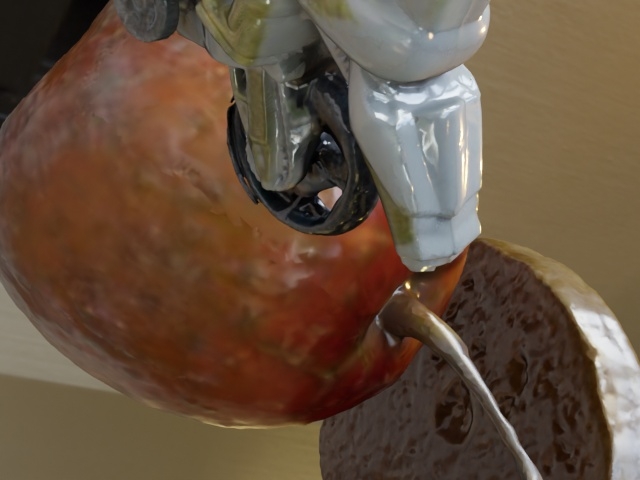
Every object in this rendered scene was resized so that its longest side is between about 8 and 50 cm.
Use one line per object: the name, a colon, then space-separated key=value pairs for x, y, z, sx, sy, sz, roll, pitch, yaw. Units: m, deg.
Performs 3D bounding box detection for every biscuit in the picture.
biscuit: x=0.089 y=0.132 z=0.711 sx=0.257 sy=0.049 sz=0.273 roll=-58 pitch=-151 yaw=26

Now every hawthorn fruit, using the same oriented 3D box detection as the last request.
hawthorn fruit: x=-0.030 y=-0.019 z=0.617 sx=0.231 sy=0.263 sz=0.235 roll=-31 pitch=-144 yaw=60

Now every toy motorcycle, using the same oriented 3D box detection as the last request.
toy motorcycle: x=0.007 y=-0.102 z=0.352 sx=0.151 sy=0.074 sz=0.228 roll=8 pitch=-68 yaw=46
